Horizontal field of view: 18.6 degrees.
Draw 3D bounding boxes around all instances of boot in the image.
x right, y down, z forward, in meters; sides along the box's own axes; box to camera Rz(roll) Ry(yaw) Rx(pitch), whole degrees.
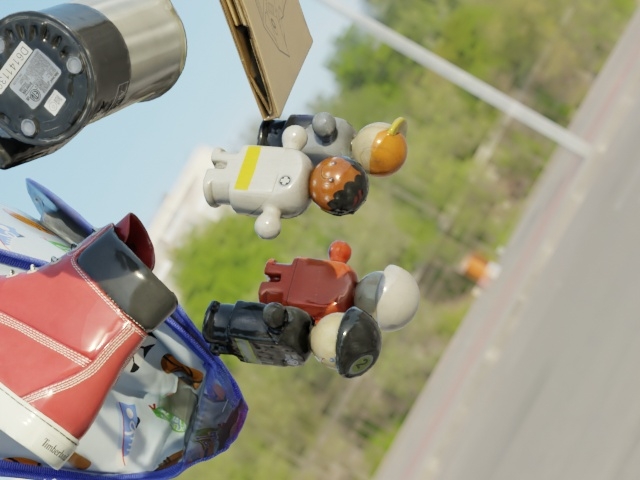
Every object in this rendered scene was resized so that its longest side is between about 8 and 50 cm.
[{"bbox_3d":[-0.215,0.036,1.396,0.176,0.244,0.088,-54,-36,-10],"label":"boot"}]

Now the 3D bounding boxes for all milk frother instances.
[{"bbox_3d":[-0.183,-0.130,1.250,0.129,0.143,0.135,-30,2,26],"label":"milk frother"}]

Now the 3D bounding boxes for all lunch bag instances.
[{"bbox_3d":[-0.288,0.071,1.737,0.328,0.385,0.239,29,99,58],"label":"lunch bag"}]

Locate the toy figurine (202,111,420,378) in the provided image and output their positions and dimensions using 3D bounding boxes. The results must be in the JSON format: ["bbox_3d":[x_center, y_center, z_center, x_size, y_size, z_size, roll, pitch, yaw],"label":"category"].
[{"bbox_3d":[0.000,0.000,1.652,0.213,0.148,0.210,-33,-54,-68],"label":"toy figurine"}]

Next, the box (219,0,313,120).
[{"bbox_3d":[-0.053,-0.213,1.715,0.021,0.164,0.201,-15,21,13],"label":"box"}]

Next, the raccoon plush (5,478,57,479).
[{"bbox_3d":[-0.116,0.334,1.013,0.216,0.446,0.299,-26,29,6],"label":"raccoon plush"}]
